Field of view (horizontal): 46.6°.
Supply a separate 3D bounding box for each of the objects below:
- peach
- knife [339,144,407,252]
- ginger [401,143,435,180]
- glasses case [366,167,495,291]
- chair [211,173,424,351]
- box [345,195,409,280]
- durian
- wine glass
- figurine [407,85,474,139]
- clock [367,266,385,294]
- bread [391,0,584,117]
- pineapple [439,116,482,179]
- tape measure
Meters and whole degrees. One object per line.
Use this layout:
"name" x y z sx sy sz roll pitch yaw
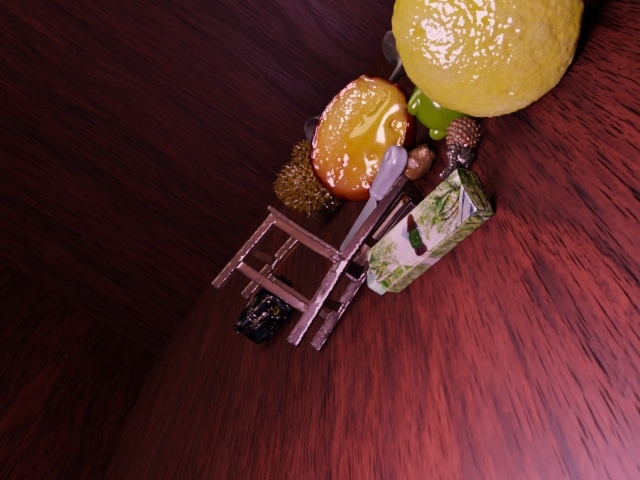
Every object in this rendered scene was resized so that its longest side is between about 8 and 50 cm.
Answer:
"peach" 0.116 -0.258 1.866 0.338 0.281 0.281 109 -175 -53
"knife" 0.120 -0.080 1.766 0.080 0.044 0.331 -107 37 -51
"ginger" 0.229 -0.184 1.770 0.096 0.067 0.165 -55 -2 14
"glasses case" 0.193 -0.013 1.361 0.272 0.062 0.095 -47 48 40
"chair" 0.000 0.000 1.617 0.416 0.241 0.203 -56 -23 0
"box" 0.140 -0.026 1.765 0.247 0.033 0.129 -53 12 16
"durian" -0.009 -0.210 2.405 0.293 0.258 0.258 -49 10 -16
"wine glass" 0.169 -0.410 2.200 0.406 0.267 0.267 -54 11 -17
"figurine" 0.312 -0.355 1.677 0.263 0.162 0.143 -47 25 -4
"clock" 0.142 0.046 1.548 0.101 0.041 0.135 -51 12 23
"bread" 0.325 -0.435 1.439 0.348 0.348 0.308 -50 4 28
"pineapple" 0.285 -0.178 1.530 0.074 0.074 0.159 -39 29 55
"tape measure" -0.156 0.207 2.137 0.186 0.112 0.199 -45 9 15
